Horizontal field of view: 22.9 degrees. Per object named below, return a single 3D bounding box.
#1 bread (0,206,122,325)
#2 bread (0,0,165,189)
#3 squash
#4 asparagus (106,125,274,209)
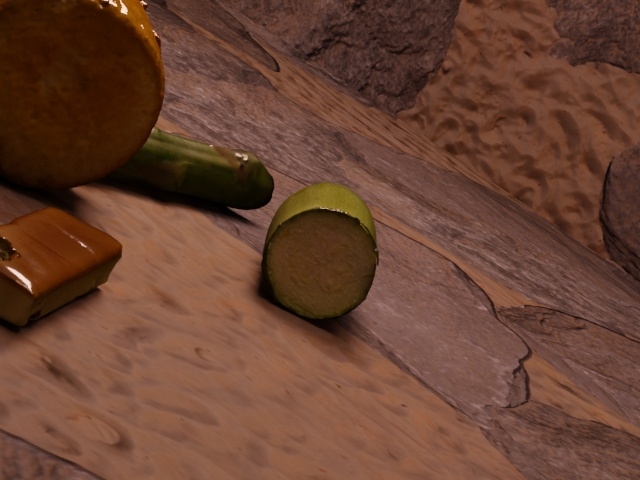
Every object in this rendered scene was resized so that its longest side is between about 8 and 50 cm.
[{"bbox_3d":[-0.249,0.021,1.388,0.088,0.049,0.226,31,14,7],"label":"bread"},{"bbox_3d":[-0.277,-0.177,1.644,0.268,0.268,0.145,22,19,-30],"label":"bread"},{"bbox_3d":[0.000,0.000,1.844,0.132,0.132,0.247,28,11,-6],"label":"squash"},{"bbox_3d":[-0.186,-0.094,1.900,0.343,0.082,0.085,12,35,-50],"label":"asparagus"}]
